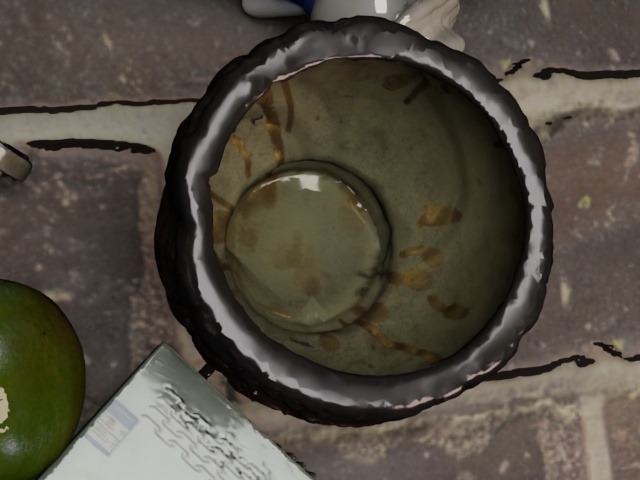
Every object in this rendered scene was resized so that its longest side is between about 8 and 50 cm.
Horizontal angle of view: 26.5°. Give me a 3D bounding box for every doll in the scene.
[{"bbox_3d":[0.001,-0.203,1.063,0.293,0.138,0.119,41,41,14],"label":"doll"}]

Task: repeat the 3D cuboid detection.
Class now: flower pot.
[{"bbox_3d":[0.000,0.000,0.976,0.266,0.267,0.267,2,82,-15],"label":"flower pot"}]

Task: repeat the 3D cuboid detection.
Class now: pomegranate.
[{"bbox_3d":[-0.249,0.128,0.946,0.180,0.180,0.210,-9,87,-15],"label":"pomegranate"}]

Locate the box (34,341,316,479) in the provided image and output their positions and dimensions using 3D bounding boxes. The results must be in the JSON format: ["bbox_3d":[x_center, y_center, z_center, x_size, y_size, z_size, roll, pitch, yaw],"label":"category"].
[{"bbox_3d":[-0.083,0.232,1.038,0.270,0.045,0.211,42,75,-5],"label":"box"}]

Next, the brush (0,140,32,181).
[{"bbox_3d":[-0.369,-0.119,1.008,0.327,0.070,0.065,32,86,-6],"label":"brush"}]
